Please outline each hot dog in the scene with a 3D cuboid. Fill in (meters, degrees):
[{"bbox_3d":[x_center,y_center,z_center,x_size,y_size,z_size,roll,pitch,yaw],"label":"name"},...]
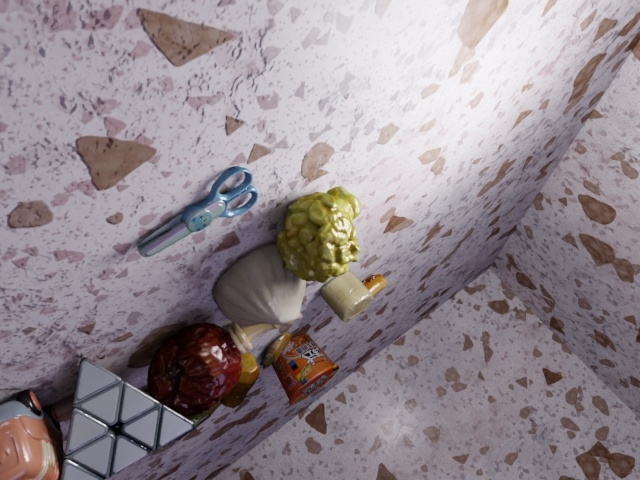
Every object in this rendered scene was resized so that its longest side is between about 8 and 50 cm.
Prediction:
[{"bbox_3d":[0.154,0.217,1.793,0.249,0.102,0.076,-37,114,-11],"label":"hot dog"}]

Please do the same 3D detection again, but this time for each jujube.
[{"bbox_3d":[-0.326,0.333,1.165,0.232,0.213,0.213,-34,156,6],"label":"jujube"}]

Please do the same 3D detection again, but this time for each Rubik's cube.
[{"bbox_3d":[-0.488,0.426,1.060,0.229,0.228,0.233,-44,155,14],"label":"Rubik's cube"}]

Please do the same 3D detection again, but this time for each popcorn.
[{"bbox_3d":[0.007,-0.008,1.074,0.217,0.180,0.235,-50,138,-32],"label":"popcorn"}]

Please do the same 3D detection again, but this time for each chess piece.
[{"bbox_3d":[-0.247,0.291,1.331,0.396,0.117,0.117,-33,155,-9],"label":"chess piece"}]

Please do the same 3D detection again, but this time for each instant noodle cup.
[{"bbox_3d":[-0.076,0.520,1.847,0.250,0.192,0.250,-31,154,-17],"label":"instant noodle cup"}]

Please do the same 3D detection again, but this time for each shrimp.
[{"bbox_3d":[-0.173,0.431,1.736,0.115,0.051,0.217,-12,141,-49],"label":"shrimp"}]

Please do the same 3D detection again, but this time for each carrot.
[{"bbox_3d":[-0.294,0.507,1.618,0.114,0.114,0.302,-20,151,-36],"label":"carrot"}]

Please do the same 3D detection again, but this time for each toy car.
[{"bbox_3d":[-0.645,0.468,0.937,0.180,0.212,0.271,-27,153,-26],"label":"toy car"}]

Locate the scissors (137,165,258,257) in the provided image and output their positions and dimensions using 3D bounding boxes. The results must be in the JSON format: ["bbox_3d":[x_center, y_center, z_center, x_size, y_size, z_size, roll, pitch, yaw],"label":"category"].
[{"bbox_3d":[-0.235,-0.047,0.863,0.256,0.030,0.125,-35,154,-15],"label":"scissors"}]

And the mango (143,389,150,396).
[{"bbox_3d":[-0.530,0.537,1.323,0.252,0.126,0.153,-51,135,3],"label":"mango"}]

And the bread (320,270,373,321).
[{"bbox_3d":[0.095,0.197,1.607,0.148,0.141,0.134,-23,147,-35],"label":"bread"}]

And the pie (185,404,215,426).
[{"bbox_3d":[-0.483,0.602,1.554,0.276,0.079,0.277,-34,155,-18],"label":"pie"}]

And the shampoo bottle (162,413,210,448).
[{"bbox_3d":[-0.524,0.714,1.710,0.207,0.064,0.057,-34,165,-17],"label":"shampoo bottle"}]

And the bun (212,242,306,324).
[{"bbox_3d":[-0.131,0.148,1.171,0.263,0.175,0.263,-30,153,-17],"label":"bun"}]
